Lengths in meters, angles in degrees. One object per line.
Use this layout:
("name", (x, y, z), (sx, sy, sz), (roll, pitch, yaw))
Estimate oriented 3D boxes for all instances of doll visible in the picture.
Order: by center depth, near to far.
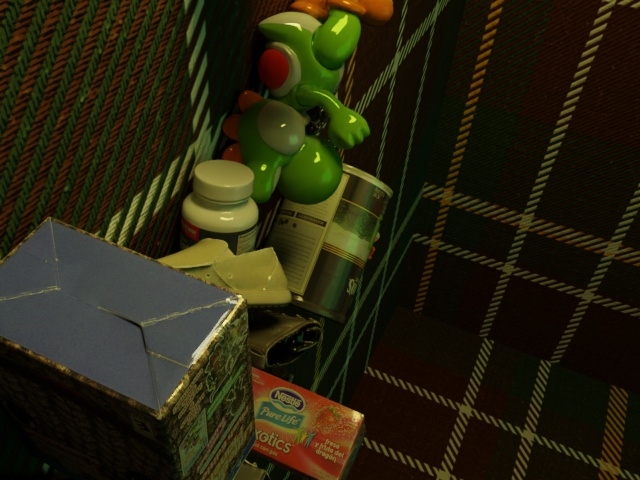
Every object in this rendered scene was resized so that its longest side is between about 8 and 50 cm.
("doll", (-0.107, 0.393, 1.718), (0.189, 0.046, 0.129), (91, 24, -49))

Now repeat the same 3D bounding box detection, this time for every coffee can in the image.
("coffee can", (0.000, 0.000, 1.293), (0.201, 0.202, 0.275), (44, 67, -74))

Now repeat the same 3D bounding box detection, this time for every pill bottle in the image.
("pill bottle", (-0.144, -0.016, 0.941), (0.108, 0.108, 0.180), (-48, 153, -55))

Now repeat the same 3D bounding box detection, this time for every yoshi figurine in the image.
("yoshi figurine", (-0.009, -0.208, 1.028), (0.203, 0.203, 0.362), (44, 70, -81))

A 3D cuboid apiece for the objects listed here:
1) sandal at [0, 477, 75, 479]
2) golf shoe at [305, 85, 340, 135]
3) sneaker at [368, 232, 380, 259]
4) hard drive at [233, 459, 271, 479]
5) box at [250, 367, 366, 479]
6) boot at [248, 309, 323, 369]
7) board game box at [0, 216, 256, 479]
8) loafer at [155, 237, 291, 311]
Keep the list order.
("sandal", (-0.310, 0.369, 0.796), (0.167, 0.107, 0.446), (-56, 161, -6))
("golf shoe", (-0.010, -0.227, 1.213), (0.094, 0.077, 0.198), (83, 32, -61))
("sneaker", (0.087, -0.053, 1.664), (0.313, 0.136, 0.116), (84, 29, -59))
("hard drive", (-0.183, 0.393, 1.077), (0.339, 0.237, 0.064), (85, 28, -56))
("box", (-0.073, 0.360, 1.297), (0.154, 0.300, 0.142), (78, 35, -63))
("boot", (-0.101, 0.121, 0.988), (0.263, 0.229, 0.091), (-29, 123, -60))
("board game box", (-0.205, 0.154, 0.700), (0.291, 0.232, 0.141), (93, 23, -47))
("loafer", (-0.161, 0.044, 0.841), (0.269, 0.102, 0.092), (6, 73, -37))
